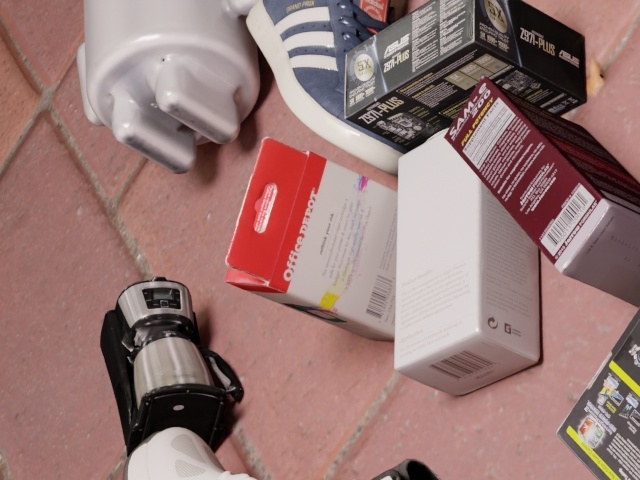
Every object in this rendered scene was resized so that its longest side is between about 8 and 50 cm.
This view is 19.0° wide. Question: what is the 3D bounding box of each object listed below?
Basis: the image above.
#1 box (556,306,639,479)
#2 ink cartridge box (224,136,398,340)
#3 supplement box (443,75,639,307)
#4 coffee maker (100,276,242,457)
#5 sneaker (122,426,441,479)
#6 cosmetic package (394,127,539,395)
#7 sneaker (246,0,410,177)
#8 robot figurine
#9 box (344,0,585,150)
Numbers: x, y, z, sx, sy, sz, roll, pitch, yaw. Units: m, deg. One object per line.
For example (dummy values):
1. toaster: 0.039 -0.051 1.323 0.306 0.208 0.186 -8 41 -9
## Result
1. box: 0.318 0.138 1.445 0.216 0.060 0.270 -59 34 12
2. ink cartridge box: 0.000 0.000 1.813 0.078 0.231 0.134 2 72 55
3. supplement box: 0.215 -0.039 1.631 0.073 0.130 0.239 -56 34 16
4. coffee maker: -0.182 0.157 2.075 0.171 0.120 0.178 -50 36 25
5. sneaker: -0.002 0.269 1.757 0.257 0.169 0.447 -49 44 10
6. cosmetic package: 0.135 0.013 1.755 0.117 0.085 0.231 -27 48 44
7. sneaker: 0.033 -0.203 1.986 0.148 0.131 0.350 -51 39 16
8. robot figurine: -0.177 -0.250 2.238 0.300 0.200 0.353 -29 48 27
9. box: 0.134 -0.154 1.796 0.180 0.147 0.077 -29 49 44
